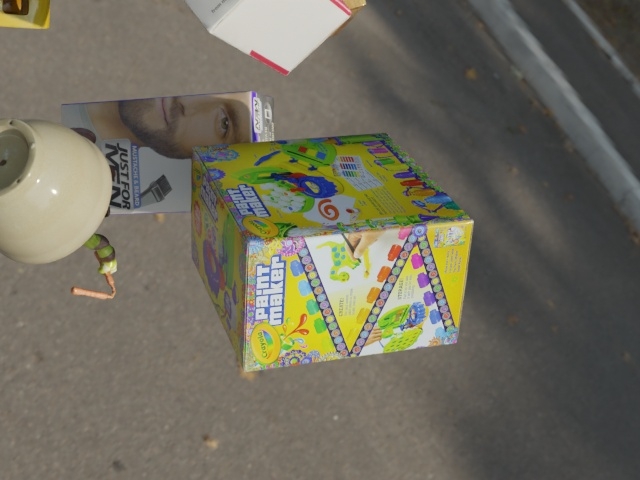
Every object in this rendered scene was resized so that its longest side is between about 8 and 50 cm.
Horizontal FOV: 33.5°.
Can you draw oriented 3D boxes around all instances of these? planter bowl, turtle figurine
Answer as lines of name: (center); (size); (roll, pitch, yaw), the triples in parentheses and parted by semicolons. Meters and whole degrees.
planter bowl: (-0.325, -0.068, 1.160); (0.162, 0.162, 0.109); (62, 5, 27)
turtle figurine: (-0.347, -0.063, 1.480); (0.269, 0.087, 0.217); (49, 26, -35)

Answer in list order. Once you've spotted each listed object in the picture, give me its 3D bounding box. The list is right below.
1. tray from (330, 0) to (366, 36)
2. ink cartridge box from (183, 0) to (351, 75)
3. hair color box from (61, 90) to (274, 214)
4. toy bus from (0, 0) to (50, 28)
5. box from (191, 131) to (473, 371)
tray: (-0.048, -0.482, 1.419); (0.203, 0.076, 0.411); (179, -106, -80)
ink cartridge box: (-0.100, -0.293, 1.028); (0.237, 0.100, 0.172); (53, 14, 18)
hair color box: (-0.244, -0.135, 1.707); (0.110, 0.338, 0.185); (-4, 92, -73)
toy bus: (-0.364, -0.347, 1.258); (0.202, 0.191, 0.104); (48, -6, -29)
box: (0.000, 0.000, 1.356); (0.279, 0.177, 0.290); (-5, 29, -17)
